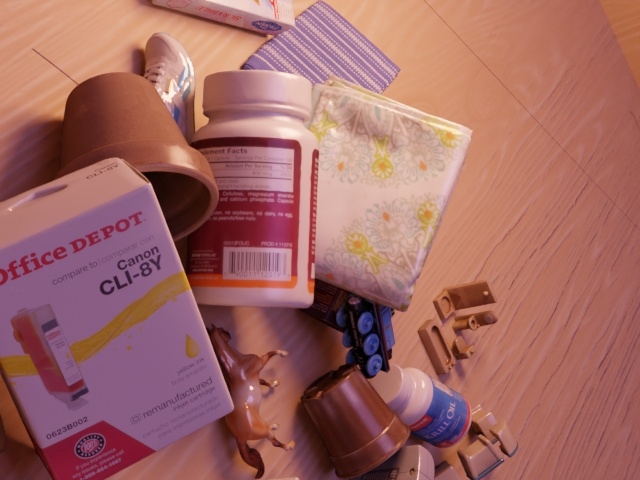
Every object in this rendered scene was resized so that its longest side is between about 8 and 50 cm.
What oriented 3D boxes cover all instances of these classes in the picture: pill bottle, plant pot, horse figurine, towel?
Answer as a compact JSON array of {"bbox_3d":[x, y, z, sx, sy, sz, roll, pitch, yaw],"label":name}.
[{"bbox_3d":[-0.116,-0.083,1.873,0.224,0.224,0.392,6,85,-47],"label":"pill bottle"},{"bbox_3d":[-0.312,-0.137,1.724,0.263,0.263,0.229,13,52,-46],"label":"plant pot"},{"bbox_3d":[-0.121,0.284,1.926,0.174,0.066,0.263,19,62,-50],"label":"horse figurine"},{"bbox_3d":[0.056,0.331,2.049,0.165,0.167,0.167,57,43,-7],"label":"plant pot"},{"bbox_3d":[0.078,-0.095,2.031,0.090,0.320,0.375,74,38,-77],"label":"towel"},{"bbox_3d":[0.006,-0.346,2.232,0.243,0.040,0.336,42,45,-2],"label":"towel"},{"bbox_3d":[0.200,0.334,2.224,0.221,0.124,0.124,32,56,-37],"label":"pill bottle"}]

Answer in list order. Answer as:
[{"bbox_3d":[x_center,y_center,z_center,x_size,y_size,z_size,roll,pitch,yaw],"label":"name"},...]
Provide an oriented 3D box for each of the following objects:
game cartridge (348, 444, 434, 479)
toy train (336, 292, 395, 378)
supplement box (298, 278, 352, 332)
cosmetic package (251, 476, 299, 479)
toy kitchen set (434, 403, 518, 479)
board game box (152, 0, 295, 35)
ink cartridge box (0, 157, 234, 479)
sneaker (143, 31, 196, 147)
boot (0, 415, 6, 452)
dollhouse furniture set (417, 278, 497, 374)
[{"bbox_3d":[0.108,0.522,2.008,0.062,0.198,0.297,46,49,-30],"label":"game cartridge"},{"bbox_3d":[0.095,0.174,2.073,0.105,0.080,0.184,-36,126,-36],"label":"toy train"},{"bbox_3d":[0.052,0.078,2.110,0.104,0.080,0.188,33,81,-45],"label":"supplement box"},{"bbox_3d":[-0.100,0.499,1.792,0.151,0.183,0.151,58,43,-19],"label":"cosmetic package"},{"bbox_3d":[0.324,0.480,2.368,0.207,0.166,0.122,-33,106,-10],"label":"toy kitchen set"},{"bbox_3d":[-0.199,-0.578,2.090,0.318,0.065,0.319,5,72,-47],"label":"board game box"},{"bbox_3d":[-0.322,0.119,1.528,0.279,0.160,0.385,-26,116,-18],"label":"ink cartridge box"},{"bbox_3d":[-0.276,-0.256,1.895,0.092,0.087,0.229,4,76,-55],"label":"sneaker"},{"bbox_3d":[-0.560,0.229,1.433,0.269,0.089,0.236,-19,93,-48],"label":"boot"},{"bbox_3d":[0.314,0.191,2.395,0.151,0.123,0.144,-37,106,-47],"label":"dollhouse furniture set"}]
